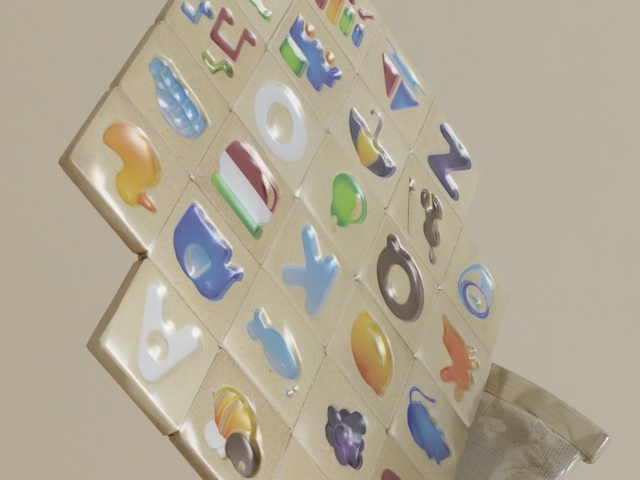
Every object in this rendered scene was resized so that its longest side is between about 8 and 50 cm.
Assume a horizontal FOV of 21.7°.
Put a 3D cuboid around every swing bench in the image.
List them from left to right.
[{"bbox_3d":[0.041,0.222,1.014,0.165,0.253,0.255,33,-24,30],"label":"swing bench"}]

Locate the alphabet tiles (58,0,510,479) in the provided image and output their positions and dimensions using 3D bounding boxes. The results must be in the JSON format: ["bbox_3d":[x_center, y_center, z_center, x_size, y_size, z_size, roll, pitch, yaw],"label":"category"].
[{"bbox_3d":[0.000,0.000,0.852,0.011,0.342,0.285,-20,-61,33],"label":"alphabet tiles"}]
